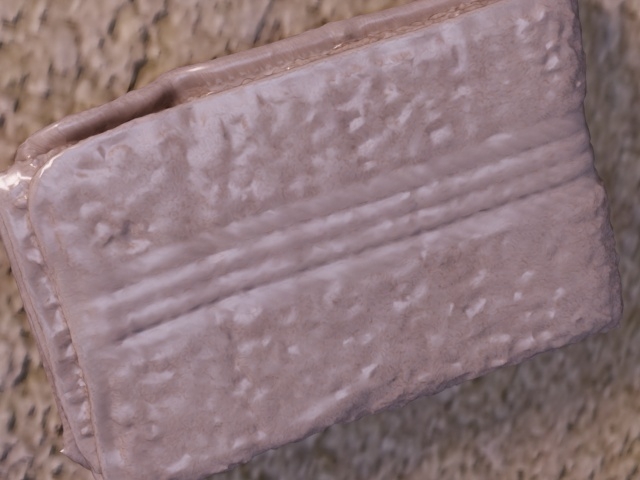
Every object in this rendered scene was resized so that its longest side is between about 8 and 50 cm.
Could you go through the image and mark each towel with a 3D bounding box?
[{"bbox_3d":[0.000,0.000,0.898,0.282,0.049,0.187,-18,115,-11],"label":"towel"}]
